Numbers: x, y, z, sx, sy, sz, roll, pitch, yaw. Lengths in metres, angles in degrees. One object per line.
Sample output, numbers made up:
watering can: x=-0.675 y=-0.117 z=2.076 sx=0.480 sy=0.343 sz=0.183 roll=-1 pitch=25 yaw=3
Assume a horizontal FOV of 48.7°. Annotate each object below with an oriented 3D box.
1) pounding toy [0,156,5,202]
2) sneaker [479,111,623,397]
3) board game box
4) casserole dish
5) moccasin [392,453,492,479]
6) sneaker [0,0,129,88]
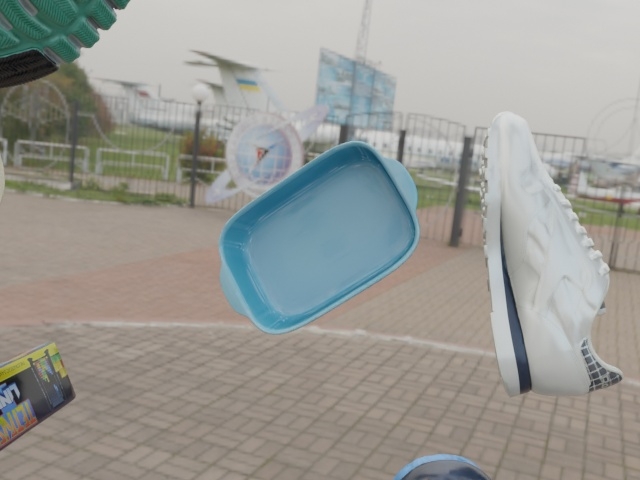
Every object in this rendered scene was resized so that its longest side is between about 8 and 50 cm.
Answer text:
pounding toy: x=-0.464 y=-0.065 z=0.728 sx=0.110 sy=0.182 sz=0.237 roll=-23 pitch=-14 yaw=34
sneaker: x=0.180 y=0.008 z=0.575 sx=0.095 sy=0.234 sz=0.090 roll=-7 pitch=-7 yaw=14
board game box: x=-0.251 y=0.121 z=0.424 sx=0.141 sy=0.048 sz=0.170 roll=-21 pitch=2 yaw=6
casserole dish: x=0.000 y=0.000 z=0.585 sx=0.188 sy=0.114 sz=0.037 roll=-33 pitch=-14 yaw=18
moccasin: x=0.098 y=0.329 z=0.499 sx=0.138 sy=0.341 sz=0.117 roll=-2 pitch=9 yaw=-6
sneaker: x=-0.173 y=-0.196 z=0.473 sx=0.098 sy=0.224 sz=0.083 roll=42 pitch=-11 yaw=23
